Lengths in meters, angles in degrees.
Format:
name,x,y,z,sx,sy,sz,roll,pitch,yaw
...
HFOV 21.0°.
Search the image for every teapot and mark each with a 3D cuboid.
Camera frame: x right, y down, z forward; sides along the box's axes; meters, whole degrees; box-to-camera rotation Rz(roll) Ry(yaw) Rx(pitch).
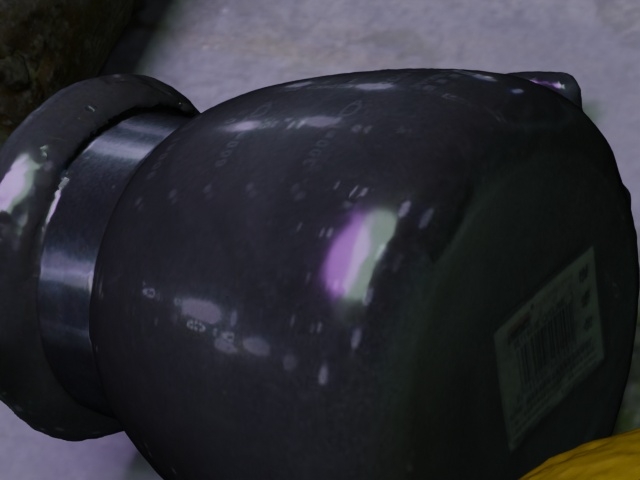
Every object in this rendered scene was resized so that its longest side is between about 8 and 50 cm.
name,x,y,z,sx,sy,sz,roll,pitch,yaw
teapot,-0.012,-0.009,0.778,0.285,0.223,0.305,11,65,35

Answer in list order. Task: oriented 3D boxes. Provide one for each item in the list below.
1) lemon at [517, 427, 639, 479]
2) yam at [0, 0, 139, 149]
name,x,y,z,sx,sy,sz,roll,pitch,yaw
lemon,0.143,0.193,0.534,0.297,0.297,0.297,-10,54,15
yam,-0.173,-0.178,0.984,0.168,0.168,0.304,12,63,28
